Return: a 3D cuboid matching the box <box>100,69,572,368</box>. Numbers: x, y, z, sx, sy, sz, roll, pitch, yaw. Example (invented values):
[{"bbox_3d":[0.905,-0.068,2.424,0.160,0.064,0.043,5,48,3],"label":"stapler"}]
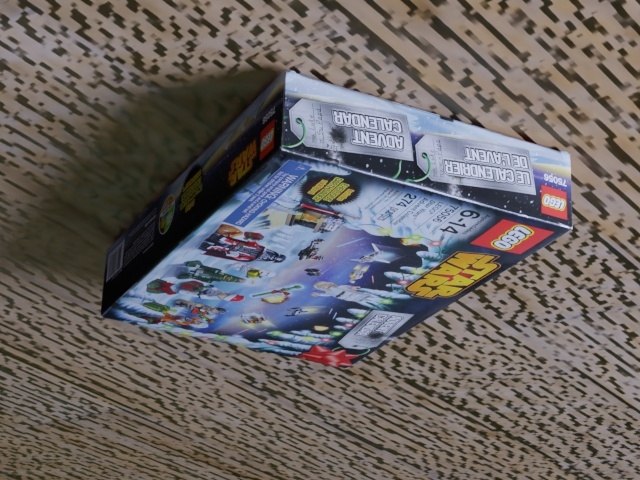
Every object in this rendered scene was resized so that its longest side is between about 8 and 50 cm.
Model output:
[{"bbox_3d":[0.000,0.000,0.487,0.094,0.027,0.137,13,153,-24],"label":"box"}]
